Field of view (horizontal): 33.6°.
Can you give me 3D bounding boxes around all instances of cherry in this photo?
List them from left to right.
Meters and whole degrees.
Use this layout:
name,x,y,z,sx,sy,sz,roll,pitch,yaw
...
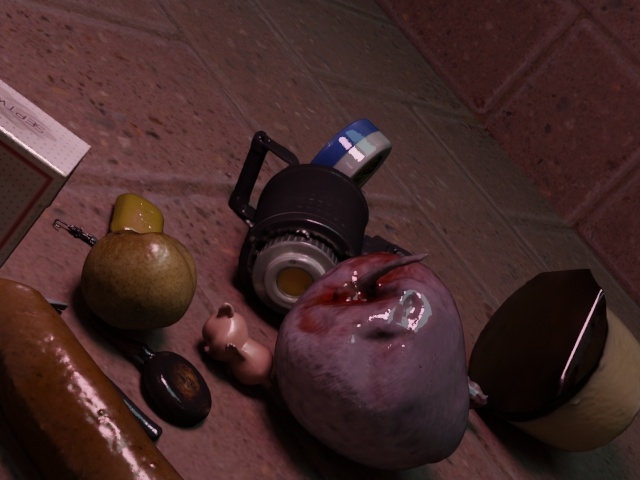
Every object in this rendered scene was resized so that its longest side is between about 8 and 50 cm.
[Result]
name,x,y,z,sx,sy,sz,roll,pitch,yaw
cherry,0.084,0.189,1.589,0.326,0.291,0.334,-10,90,-64

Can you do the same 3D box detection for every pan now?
name,x,y,z,sx,sy,sz,roll,pitch,yaw
pan,-0.230,0.167,1.455,0.212,0.040,0.115,43,19,0

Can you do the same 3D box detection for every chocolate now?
name,x,y,z,sx,sy,sz,roll,pitch,yaw
chocolate,0.496,0.254,2.068,0.297,0.326,0.314,32,70,-18

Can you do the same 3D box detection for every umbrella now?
name,x,y,z,sx,sy,sz,roll,pitch,yaw
umbrella,-0.345,-0.002,1.589,0.122,0.013,0.022,32,38,-25

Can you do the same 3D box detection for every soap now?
name,x,y,z,sx,sy,sz,roll,pitch,yaw
soap,-0.289,-0.026,1.676,0.089,0.045,0.140,29,27,-20

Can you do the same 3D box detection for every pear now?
name,x,y,z,sx,sy,sz,roll,pitch,yaw
pear,-0.250,0.052,1.474,0.167,0.136,0.167,9,3,-1

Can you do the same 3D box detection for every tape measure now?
name,x,y,z,sx,sy,sz,roll,pitch,yaw
tape measure,0.019,-0.135,2.117,0.098,0.215,0.351,44,24,6

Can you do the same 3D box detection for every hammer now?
name,x,y,z,sx,sy,sz,roll,pitch,yaw
hammer,-0.295,0.167,1.372,0.246,0.029,0.103,43,25,-3

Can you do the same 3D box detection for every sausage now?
name,x,y,z,sx,sy,sz,roll,pitch,yaw
sausage,-0.257,0.233,1.201,0.501,0.123,0.136,49,22,15

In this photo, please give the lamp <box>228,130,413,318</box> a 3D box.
name,x,y,z,sx,sy,sz,roll,pitch,yaw
lamp,-0.036,0.000,1.817,0.374,0.205,0.272,32,31,11

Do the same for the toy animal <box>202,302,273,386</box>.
name,x,y,z,sx,sy,sz,roll,pitch,yaw
toy animal,-0.122,0.161,1.581,0.150,0.083,0.089,56,43,-12

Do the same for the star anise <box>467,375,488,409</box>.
name,x,y,z,sx,sy,sz,roll,pitch,yaw
star anise,0.204,0.229,1.946,0.236,0.093,0.229,46,25,13

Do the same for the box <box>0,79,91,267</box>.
name,x,y,z,sx,sy,sz,roll,pitch,yaw
box,-0.425,-0.033,1.128,0.210,0.330,0.095,37,26,-12
